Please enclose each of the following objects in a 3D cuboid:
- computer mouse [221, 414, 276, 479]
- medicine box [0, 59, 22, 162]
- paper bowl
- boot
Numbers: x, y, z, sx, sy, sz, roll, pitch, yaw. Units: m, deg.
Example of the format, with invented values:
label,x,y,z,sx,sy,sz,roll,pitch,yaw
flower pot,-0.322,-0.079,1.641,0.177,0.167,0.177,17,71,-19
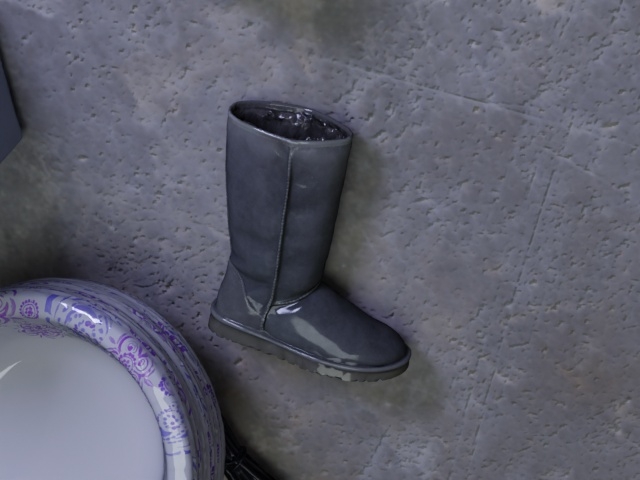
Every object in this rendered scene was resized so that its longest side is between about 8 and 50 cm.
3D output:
label,x,y,z,sx,sy,sz,roll,pitch,yaw
computer mouse,-0.150,0.260,1.469,0.262,0.060,0.184,-40,101,16
medicine box,-0.419,-0.077,1.210,0.289,0.263,0.149,-4,118,15
paper bowl,-0.218,0.172,1.347,0.284,0.148,0.284,2,97,15
boot,0.001,0.001,1.284,0.190,0.076,0.208,14,115,2
